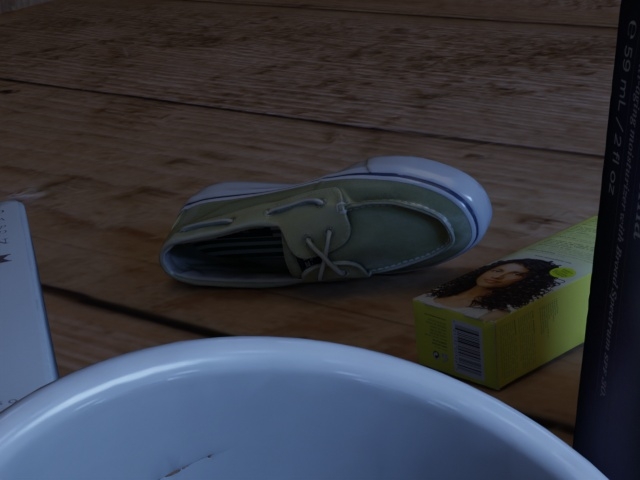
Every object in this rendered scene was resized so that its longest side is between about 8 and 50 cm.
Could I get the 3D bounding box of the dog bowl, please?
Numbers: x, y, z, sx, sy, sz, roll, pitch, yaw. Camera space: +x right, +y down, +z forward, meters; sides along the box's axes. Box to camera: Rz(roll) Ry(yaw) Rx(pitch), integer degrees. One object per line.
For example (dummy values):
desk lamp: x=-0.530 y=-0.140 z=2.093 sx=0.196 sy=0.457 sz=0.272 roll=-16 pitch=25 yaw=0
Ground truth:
dog bowl: x=-0.009 y=0.176 z=0.522 sx=0.349 sy=0.102 sz=0.348 roll=8 pitch=43 yaw=-8

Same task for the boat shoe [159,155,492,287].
boat shoe: x=0.000 y=0.000 z=1.289 sx=0.302 sy=0.109 sz=0.094 roll=-6 pitch=33 yaw=29

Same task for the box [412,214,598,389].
box: x=0.181 y=0.041 z=1.148 sx=0.232 sy=0.058 sz=0.087 roll=-22 pitch=25 yaw=-39

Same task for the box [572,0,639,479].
box: x=0.278 y=0.037 z=0.737 sx=0.183 sy=0.296 sz=0.294 roll=-3 pitch=17 yaw=-20

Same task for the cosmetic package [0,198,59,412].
cosmetic package: x=-0.261 y=0.118 z=0.914 sx=0.217 sy=0.156 sz=0.385 roll=-12 pitch=20 yaw=-12
